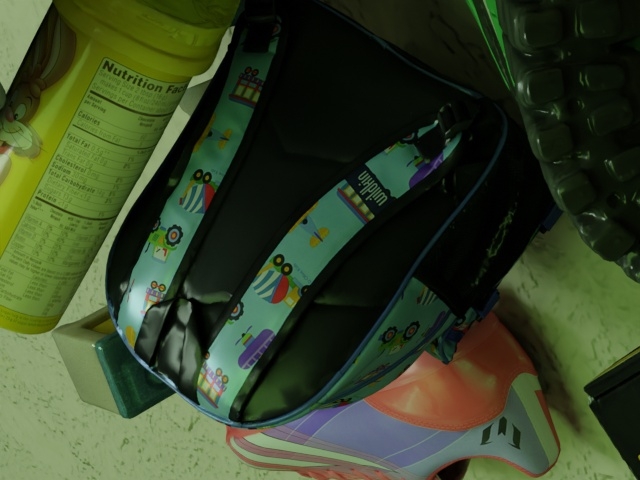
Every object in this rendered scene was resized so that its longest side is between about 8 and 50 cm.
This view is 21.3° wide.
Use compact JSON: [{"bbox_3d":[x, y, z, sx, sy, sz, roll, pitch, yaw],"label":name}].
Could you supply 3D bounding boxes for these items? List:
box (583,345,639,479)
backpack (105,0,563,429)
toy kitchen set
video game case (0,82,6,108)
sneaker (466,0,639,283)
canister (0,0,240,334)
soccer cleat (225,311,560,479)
[{"bbox_3d":[0.263,0.130,0.580,0.322,0.079,0.257,57,149,7],"label":"box"},{"bbox_3d":[0.000,0.000,0.741,0.158,0.173,0.117,34,180,33],"label":"backpack"},{"bbox_3d":[-0.065,-0.041,0.829,0.122,0.166,0.207,-2,112,55],"label":"toy kitchen set"},{"bbox_3d":[-0.205,-0.176,0.699,0.329,0.036,0.300,176,75,-75],"label":"video game case"},{"bbox_3d":[0.069,-0.148,0.575,0.146,0.134,0.343,-93,-17,-79],"label":"sneaker"},{"bbox_3d":[-0.105,-0.056,0.750,0.073,0.126,0.170,26,116,-11],"label":"canister"},{"bbox_3d":[0.028,0.099,0.889,0.095,0.083,0.248,58,145,-2],"label":"soccer cleat"}]
